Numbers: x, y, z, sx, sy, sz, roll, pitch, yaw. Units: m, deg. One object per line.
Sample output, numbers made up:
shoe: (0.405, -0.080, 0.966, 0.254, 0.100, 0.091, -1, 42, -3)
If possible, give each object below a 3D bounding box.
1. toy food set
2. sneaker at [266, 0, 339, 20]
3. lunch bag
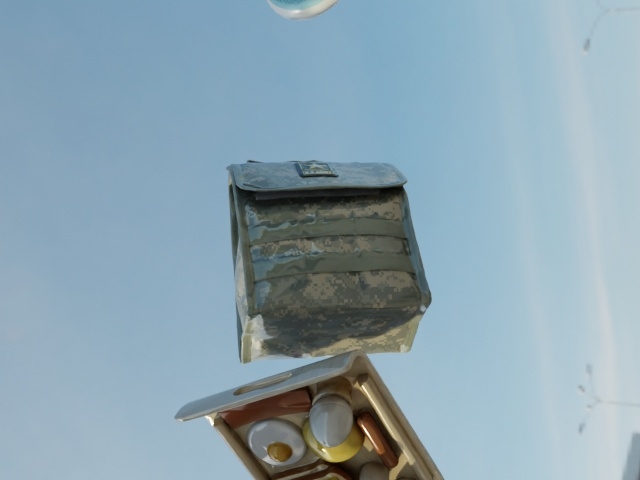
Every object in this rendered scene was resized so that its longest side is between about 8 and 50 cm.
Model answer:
toy food set: (0.002, 0.271, 1.126, 0.306, 0.219, 0.092, 59, -159, -28)
sneaker: (0.050, -0.336, 0.987, 0.319, 0.127, 0.208, -66, -18, -7)
lunch bag: (0.000, 0.000, 1.280, 0.169, 0.235, 0.287, 103, 162, -54)
